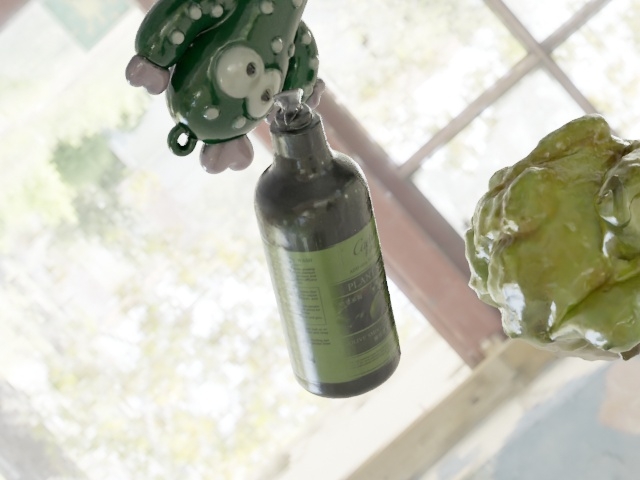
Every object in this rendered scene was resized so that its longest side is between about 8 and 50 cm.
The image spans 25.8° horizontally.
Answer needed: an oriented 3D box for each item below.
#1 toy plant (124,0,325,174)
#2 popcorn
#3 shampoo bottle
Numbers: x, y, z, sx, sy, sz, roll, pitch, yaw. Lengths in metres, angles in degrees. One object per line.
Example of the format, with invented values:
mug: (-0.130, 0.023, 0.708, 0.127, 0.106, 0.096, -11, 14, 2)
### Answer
toy plant: (-0.097, -0.194, 1.542, 0.243, 0.232, 0.112, -41, -141, -22)
popcorn: (0.308, 0.000, 1.629, 0.279, 0.335, 0.274, 1, -101, 36)
shampoo bottle: (0.000, 0.000, 1.198, 0.101, 0.284, 0.101, -9, -149, 6)
